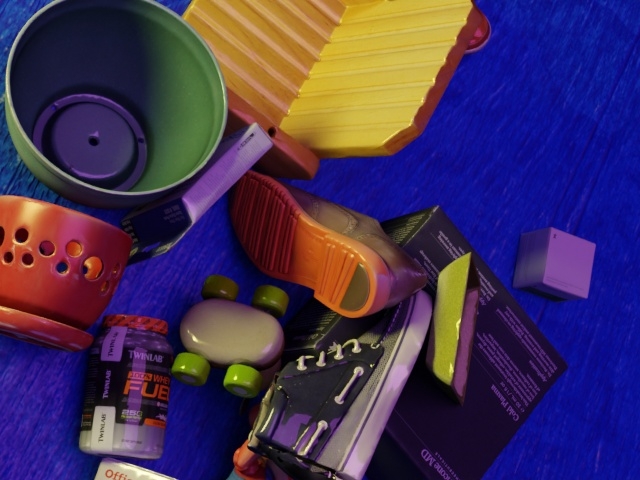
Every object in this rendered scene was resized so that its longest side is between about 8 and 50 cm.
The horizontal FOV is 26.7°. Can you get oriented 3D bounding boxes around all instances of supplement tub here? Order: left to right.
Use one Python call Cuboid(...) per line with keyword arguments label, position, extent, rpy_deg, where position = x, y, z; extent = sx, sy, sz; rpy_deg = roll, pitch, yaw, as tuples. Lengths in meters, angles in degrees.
Cuboid(label="supplement tub", position=(-0.264, 0.202, 1.852), extent=(0.117, 0.117, 0.191), rpy_deg=(11, 77, -28))

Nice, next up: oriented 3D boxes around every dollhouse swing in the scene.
Cuboid(label="dollhouse swing", position=(-0.001, -0.303, 1.980), extent=(0.315, 0.305, 0.347), rpy_deg=(37, 67, -20))

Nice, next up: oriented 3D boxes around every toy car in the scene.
Cuboid(label="toy car", position=(-0.116, 0.166, 1.923), extent=(0.148, 0.188, 0.155), rpy_deg=(11, 61, 13))

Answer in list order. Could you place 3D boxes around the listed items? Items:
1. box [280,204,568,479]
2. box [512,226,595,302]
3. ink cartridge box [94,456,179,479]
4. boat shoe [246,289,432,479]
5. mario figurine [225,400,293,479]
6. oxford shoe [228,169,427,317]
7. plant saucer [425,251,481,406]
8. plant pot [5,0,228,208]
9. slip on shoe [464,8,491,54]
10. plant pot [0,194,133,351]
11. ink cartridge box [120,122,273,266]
Cuboid(label="box", position=(0.146, 0.182, 2.054), extent=(0.343, 0.179, 0.312), rpy_deg=(50, 62, -13))
Cuboid(label="box", position=(0.394, 0.042, 2.272), extent=(0.101, 0.087, 0.102), rpy_deg=(19, 73, -26))
Cuboid(label="ink cartridge box", position=(-0.249, 0.402, 1.796), extent=(0.082, 0.139, 0.191), rpy_deg=(43, 63, -61))
Cuboid(label="boat shoe", position=(0.028, 0.178, 1.824), extent=(0.158, 0.127, 0.341), rpy_deg=(28, 57, -3))
Cuboid(label="mario figurine", position=(-0.071, 0.356, 1.900), extent=(0.170, 0.198, 0.321), rpy_deg=(37, 69, -6))
Cuboid(label="oxford shoe", position=(0.000, 0.000, 1.937), extent=(0.132, 0.363, 0.130), rpy_deg=(-8, 124, -41))
Cuboid(label="plant saucer", position=(0.186, 0.126, 1.907), extent=(0.045, 0.188, 0.189), rpy_deg=(7, 75, 13))
Cuboid(label="plant pot", position=(-0.295, -0.163, 1.834), extent=(0.293, 0.196, 0.293), rpy_deg=(8, 68, -20))
Cuboid(label="slip on shoe", position=(0.153, -0.408, 2.202), extent=(0.331, 0.101, 0.123), rpy_deg=(31, 66, -24))
Cuboid(label="plant pot", position=(-0.359, 0.050, 1.783), extent=(0.191, 0.191, 0.174), rpy_deg=(19, 78, -26))
Cuboid(label="ink cartridge box", position=(-0.194, -0.059, 1.874), extent=(0.045, 0.223, 0.224), rpy_deg=(49, 61, -14))
